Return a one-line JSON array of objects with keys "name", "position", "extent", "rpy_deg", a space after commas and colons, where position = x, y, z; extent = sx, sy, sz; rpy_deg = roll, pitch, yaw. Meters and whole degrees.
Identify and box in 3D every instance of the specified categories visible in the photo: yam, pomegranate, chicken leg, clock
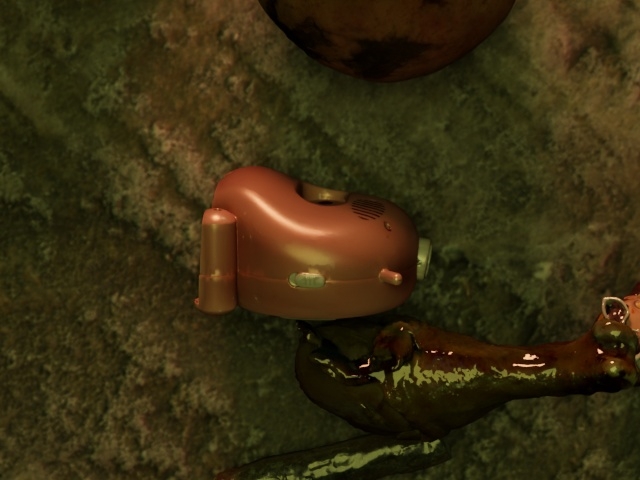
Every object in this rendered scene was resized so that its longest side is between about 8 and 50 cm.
[{"name": "yam", "position": [0.011, 0.259, 1.763], "extent": [0.274, 0.061, 0.061], "rpy_deg": [-14, 88, 4]}, {"name": "pomegranate", "position": [0.066, -0.330, 1.664], "extent": [0.322, 0.322, 0.322], "rpy_deg": [0, 89, 5]}, {"name": "chicken leg", "position": [0.153, 0.149, 1.674], "extent": [0.361, 0.211, 0.140], "rpy_deg": [3, 82, 9]}, {"name": "clock", "position": [0.000, 0.000, 1.681], "extent": [0.241, 0.227, 0.142], "rpy_deg": [6, 103, 5]}]

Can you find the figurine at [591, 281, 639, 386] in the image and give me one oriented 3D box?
[{"name": "figurine", "position": [0.411, 0.080, 1.699], "extent": [0.240, 0.116, 0.174], "rpy_deg": [-23, 65, -3]}]
